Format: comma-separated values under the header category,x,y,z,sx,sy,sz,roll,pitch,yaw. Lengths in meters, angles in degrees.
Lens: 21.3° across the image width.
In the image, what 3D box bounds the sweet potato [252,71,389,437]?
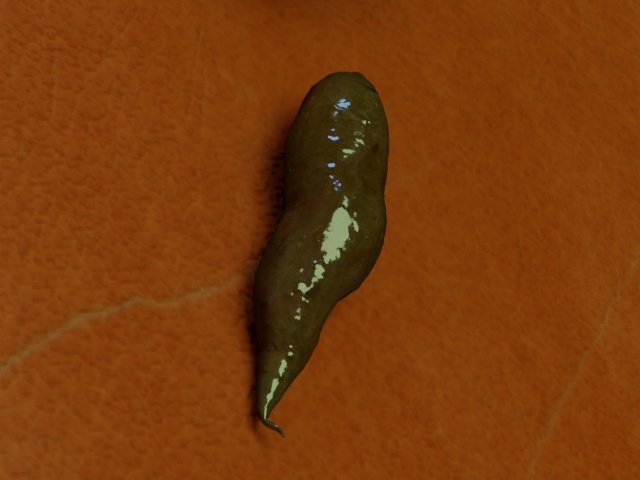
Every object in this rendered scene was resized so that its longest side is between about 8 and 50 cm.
category,x,y,z,sx,sy,sz,roll,pitch,yaw
sweet potato,0.000,0.000,0.753,0.056,0.056,0.195,30,54,-21
